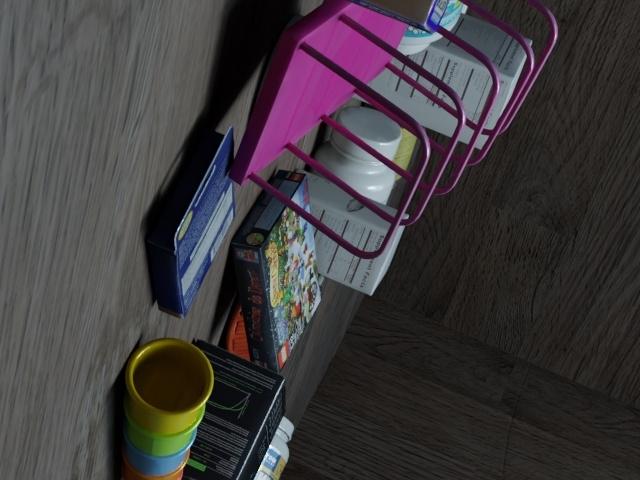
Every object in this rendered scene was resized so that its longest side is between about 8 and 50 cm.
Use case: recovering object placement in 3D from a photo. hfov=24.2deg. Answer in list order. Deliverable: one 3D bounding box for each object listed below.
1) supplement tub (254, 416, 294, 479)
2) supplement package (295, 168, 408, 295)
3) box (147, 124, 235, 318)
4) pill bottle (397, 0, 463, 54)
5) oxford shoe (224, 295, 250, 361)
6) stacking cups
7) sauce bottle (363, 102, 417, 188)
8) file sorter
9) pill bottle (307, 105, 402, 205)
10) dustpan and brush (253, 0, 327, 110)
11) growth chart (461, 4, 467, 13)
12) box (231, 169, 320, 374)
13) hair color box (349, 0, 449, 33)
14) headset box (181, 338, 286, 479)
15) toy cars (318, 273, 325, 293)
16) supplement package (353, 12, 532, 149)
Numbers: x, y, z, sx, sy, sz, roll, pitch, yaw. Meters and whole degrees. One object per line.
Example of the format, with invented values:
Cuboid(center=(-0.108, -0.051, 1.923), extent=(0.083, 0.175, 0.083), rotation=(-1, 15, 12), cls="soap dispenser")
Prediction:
Cuboid(center=(-0.136, 0.355, 2.312), extent=(0.144, 0.144, 0.200), rotation=(96, 18, -69), cls="supplement tub")
Cuboid(center=(0.020, -0.013, 2.141), extent=(0.105, 0.179, 0.105), rotation=(-52, 164, -69), cls="supplement package")
Cuboid(center=(-0.129, -0.021, 1.519), extent=(0.225, 0.036, 0.136), rotation=(100, 14, -67), cls="box")
Cuboid(center=(0.126, -0.355, 1.961), extent=(0.264, 0.146, 0.146), rotation=(100, 14, -63), cls="pill bottle")
Cuboid(center=(-0.107, 0.147, 2.205), extent=(0.098, 0.097, 0.271), rotation=(-123, -140, -55), cls="oxford shoe")
Cuboid(center=(-0.192, 0.220, 1.712), extent=(0.096, 0.096, 0.316), rotation=(-63, 178, -32), cls="stacking cups")
Cuboid(center=(0.131, -0.228, 2.615), extent=(0.344, 0.111, 0.111), rotation=(108, 8, -52), cls="sauce bottle")
Cuboid(center=(0.084, -0.147, 1.511), extent=(0.290, 0.182, 0.202), rotation=(-42, 164, -42), cls="file sorter")
Cuboid(center=(0.042, -0.085, 2.295), extent=(0.131, 0.131, 0.229), rotation=(-57, 169, -56), cls="pill bottle")
Cuboid(center=(-0.016, -0.215, 1.658), extent=(0.211, 0.060, 0.147), rotation=(105, 11, -55), cls="dustpan and brush")
Cuboid(center=(0.177, -0.401, 2.334), extent=(0.172, 0.021, 0.237), rotation=(-60, 142, -25), cls="growth chart")
Cuboid(center=(-0.056, 0.044, 2.019), extent=(0.159, 0.044, 0.233), rotation=(-61, 154, -43), cls="box")
Cuboid(center=(0.078, -0.374, 1.317), extent=(0.110, 0.185, 0.339), rotation=(-29, 141, -80), cls="hair color box")
Cuboid(center=(-0.160, 0.305, 2.000), extent=(0.246, 0.131, 0.283), rotation=(91, 23, -75), cls="headset box")
Cuboid(center=(0.000, 0.000, 2.484), extent=(0.394, 0.087, 0.176), rotation=(-58, -178, -27), cls="toy cars")
Cuboid(center=(0.168, -0.258, 2.207), extent=(0.139, 0.244, 0.134), rotation=(-58, 169, -52), cls="supplement package")
